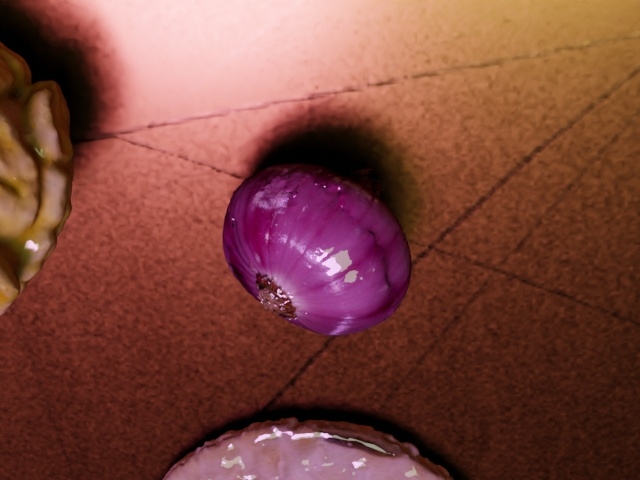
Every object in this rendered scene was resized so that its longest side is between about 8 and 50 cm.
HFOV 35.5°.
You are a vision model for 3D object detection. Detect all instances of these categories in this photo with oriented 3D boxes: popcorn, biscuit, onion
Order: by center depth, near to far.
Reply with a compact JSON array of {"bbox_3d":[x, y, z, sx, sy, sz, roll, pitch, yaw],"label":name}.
[{"bbox_3d":[-0.229,-0.029,0.536,0.195,0.173,0.168,-18,82,41],"label":"popcorn"},{"bbox_3d":[0.000,0.000,0.573,0.115,0.104,0.115,30,158,13],"label":"onion"},{"bbox_3d":[0.008,0.180,0.708,0.250,0.032,0.133,12,121,-4],"label":"biscuit"}]
